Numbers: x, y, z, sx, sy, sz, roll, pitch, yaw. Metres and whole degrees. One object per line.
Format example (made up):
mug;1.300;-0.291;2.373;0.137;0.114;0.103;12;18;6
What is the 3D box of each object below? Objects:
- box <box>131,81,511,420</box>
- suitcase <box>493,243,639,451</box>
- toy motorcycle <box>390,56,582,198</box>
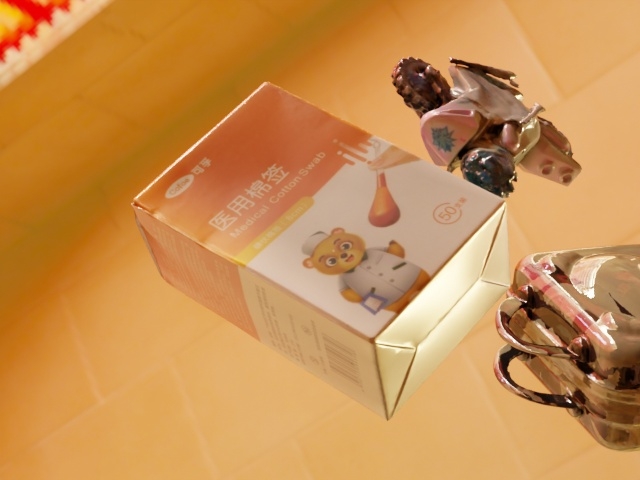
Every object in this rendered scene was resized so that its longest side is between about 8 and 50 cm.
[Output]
box;0.000;0.000;1.516;0.341;0.225;0.143;30;150;29
suitcase;0.396;0.131;1.924;0.351;0.339;0.194;-128;38;-61
toy motorcycle;0.191;-0.098;1.572;0.239;0.108;0.204;8;-141;-16
